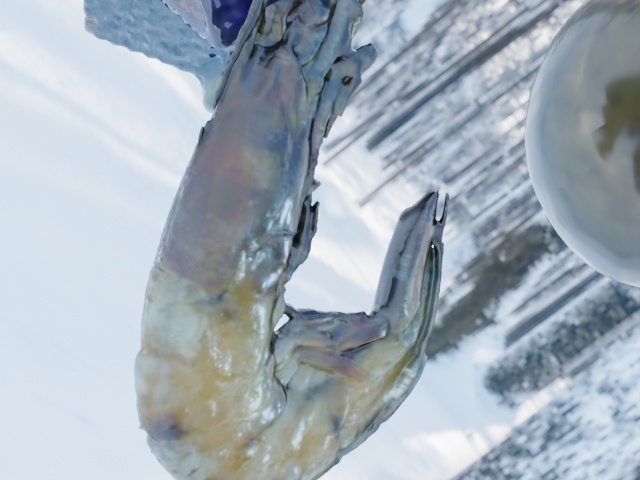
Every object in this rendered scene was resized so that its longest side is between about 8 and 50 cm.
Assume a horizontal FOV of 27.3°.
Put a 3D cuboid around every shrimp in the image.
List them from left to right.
[{"bbox_3d":[0.000,0.000,0.853,0.233,0.364,0.071,13,7,-38],"label":"shrimp"}]

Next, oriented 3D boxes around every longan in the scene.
[{"bbox_3d":[0.400,-0.128,1.357,0.336,0.404,0.404,45,9,-21],"label":"longan"}]

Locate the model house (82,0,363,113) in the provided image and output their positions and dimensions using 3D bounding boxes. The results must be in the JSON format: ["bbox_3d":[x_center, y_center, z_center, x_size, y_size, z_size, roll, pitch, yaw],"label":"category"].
[{"bbox_3d":[-0.050,-0.238,0.953,0.280,0.245,0.312,59,-20,13],"label":"model house"}]
